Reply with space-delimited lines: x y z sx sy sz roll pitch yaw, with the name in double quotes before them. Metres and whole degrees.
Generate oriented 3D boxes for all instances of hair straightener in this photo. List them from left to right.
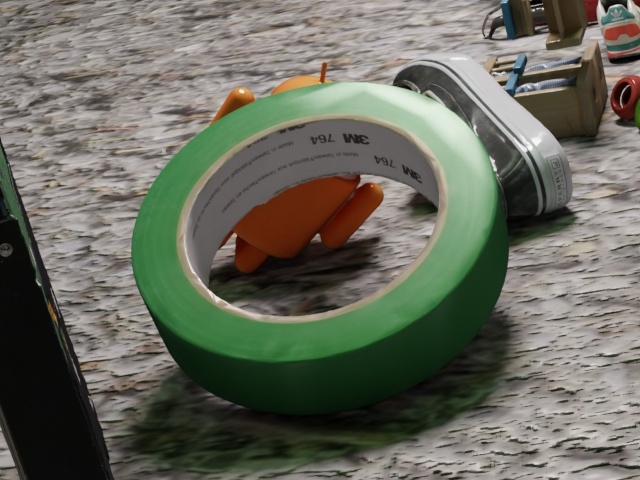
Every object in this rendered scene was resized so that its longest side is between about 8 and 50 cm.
"hair straightener" 0.318 -0.298 2.206 0.230 0.047 0.089 -13 22 15

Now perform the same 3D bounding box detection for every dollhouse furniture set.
"dollhouse furniture set" 0.227 -0.213 1.867 0.129 0.184 0.129 -7 24 19

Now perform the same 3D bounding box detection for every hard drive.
"hard drive" -0.228 0.064 1.306 0.064 0.339 0.237 -18 23 -8

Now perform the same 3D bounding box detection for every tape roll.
"tape roll" 0.000 0.000 1.495 0.321 0.077 0.321 -9 47 10

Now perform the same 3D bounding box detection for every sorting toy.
"sorting toy" 0.351 -0.146 1.820 0.042 0.061 0.102 12 17 -30

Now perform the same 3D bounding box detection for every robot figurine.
"robot figurine" -0.028 -0.070 1.705 0.219 0.158 0.128 -50 -22 18

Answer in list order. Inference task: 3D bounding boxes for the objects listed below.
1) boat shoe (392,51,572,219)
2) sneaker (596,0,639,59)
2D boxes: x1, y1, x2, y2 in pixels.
"boat shoe" 0.130 -0.108 1.765 0.119 0.121 0.335 -17 24 -16
"sneaker" 0.360 -0.275 2.068 0.057 0.075 0.161 -9 23 13
